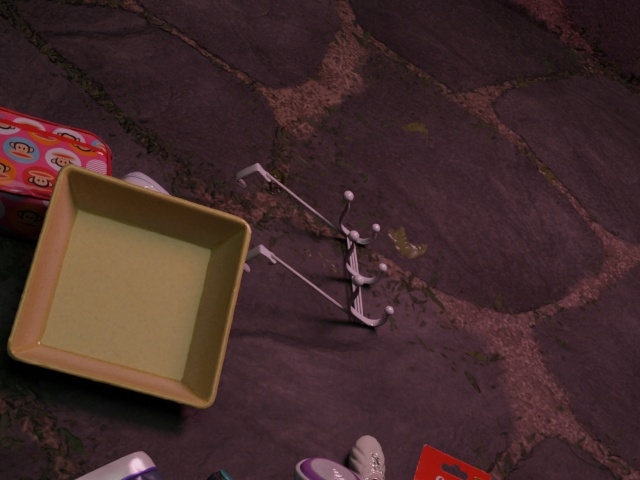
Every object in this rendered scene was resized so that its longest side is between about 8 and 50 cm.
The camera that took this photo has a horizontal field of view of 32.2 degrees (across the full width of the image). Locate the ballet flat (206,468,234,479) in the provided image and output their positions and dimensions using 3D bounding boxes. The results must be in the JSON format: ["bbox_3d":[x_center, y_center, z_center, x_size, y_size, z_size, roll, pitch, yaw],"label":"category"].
[{"bbox_3d":[-0.097,0.425,1.628,0.203,0.074,0.074,41,41,3],"label":"ballet flat"}]

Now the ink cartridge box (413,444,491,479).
[{"bbox_3d":[0.210,0.437,1.784,0.145,0.045,0.179,28,68,-19],"label":"ink cartridge box"}]

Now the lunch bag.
[{"bbox_3d":[-0.511,-0.126,1.919,0.293,0.120,0.258,15,40,-23],"label":"lunch bag"}]

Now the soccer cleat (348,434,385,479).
[{"bbox_3d":[0.078,0.389,1.792,0.068,0.076,0.196,24,41,-9],"label":"soccer cleat"}]

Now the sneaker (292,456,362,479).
[{"bbox_3d":[0.075,0.454,1.657,0.305,0.152,0.114,32,23,21],"label":"sneaker"}]

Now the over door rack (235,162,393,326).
[{"bbox_3d":[0.000,0.000,2.063,0.324,0.108,0.240,27,37,-29],"label":"over door rack"}]

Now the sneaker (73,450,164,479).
[{"bbox_3d":[-0.302,0.444,1.462,0.322,0.130,0.236,-24,73,-35],"label":"sneaker"}]

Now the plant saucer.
[{"bbox_3d":[-0.305,0.082,1.792,0.332,0.081,0.333,17,67,-15],"label":"plant saucer"}]

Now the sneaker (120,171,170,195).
[{"bbox_3d":[-0.262,-0.019,1.967,0.258,0.094,0.091,32,31,-1],"label":"sneaker"}]
